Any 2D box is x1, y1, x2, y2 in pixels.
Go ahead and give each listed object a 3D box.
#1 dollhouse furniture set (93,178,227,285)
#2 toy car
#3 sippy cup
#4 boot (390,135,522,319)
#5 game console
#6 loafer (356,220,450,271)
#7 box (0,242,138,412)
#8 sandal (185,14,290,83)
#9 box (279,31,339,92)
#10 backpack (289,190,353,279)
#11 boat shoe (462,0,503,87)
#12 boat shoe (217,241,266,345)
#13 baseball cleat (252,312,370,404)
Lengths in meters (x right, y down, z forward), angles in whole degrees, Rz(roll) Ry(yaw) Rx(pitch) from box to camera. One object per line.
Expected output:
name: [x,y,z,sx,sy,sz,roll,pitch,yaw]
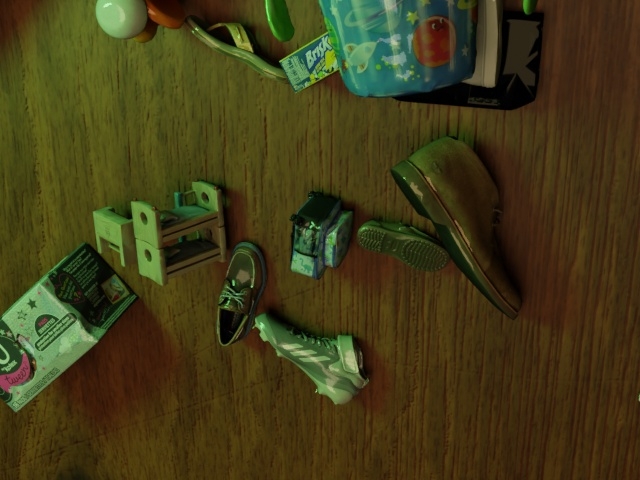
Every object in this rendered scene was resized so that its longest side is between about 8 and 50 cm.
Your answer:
dollhouse furniture set: [-0.260,-0.032,1.709,0.184,0.129,0.129,22,123,43]
toy car: [-0.246,-0.376,1.501,0.136,0.159,0.182,-12,109,22]
sippy cup: [0.096,-0.299,1.312,0.305,0.240,0.224,18,121,56]
boot: [0.229,-0.015,1.539,0.115,0.112,0.305,-38,113,-6]
game console: [0.192,-0.354,1.424,0.213,0.044,0.361,6,115,16]
loafer: [0.127,0.001,1.611,0.148,0.050,0.056,21,122,-9]
box: [-0.463,0.148,1.818,0.142,0.163,0.247,46,120,-7]
sandal: [-0.111,-0.286,1.552,0.180,0.072,0.049,29,105,3]
box: [0.025,-0.267,1.489,0.169,0.059,0.054,-22,99,41]
backpack: [0.000,0.000,1.621,0.084,0.105,0.114,18,124,12]
boat shoe: [0.205,-0.290,1.394,0.063,0.066,0.184,5,126,16]
boat shoe: [-0.131,0.093,1.732,0.066,0.066,0.183,14,118,13]
baseball cleat: [-0.007,0.171,1.735,0.206,0.072,0.109,43,104,-6]
